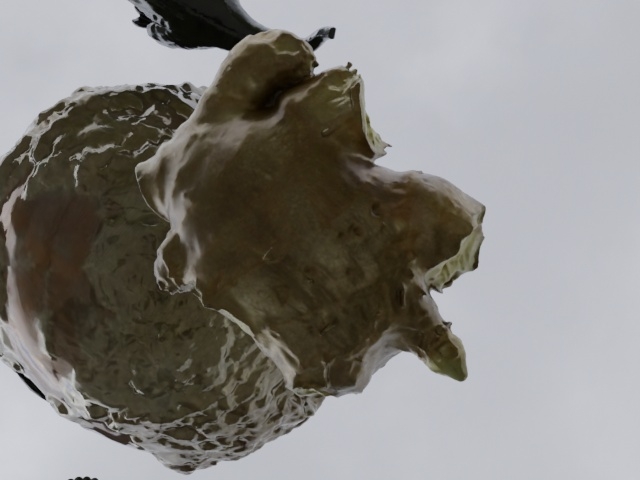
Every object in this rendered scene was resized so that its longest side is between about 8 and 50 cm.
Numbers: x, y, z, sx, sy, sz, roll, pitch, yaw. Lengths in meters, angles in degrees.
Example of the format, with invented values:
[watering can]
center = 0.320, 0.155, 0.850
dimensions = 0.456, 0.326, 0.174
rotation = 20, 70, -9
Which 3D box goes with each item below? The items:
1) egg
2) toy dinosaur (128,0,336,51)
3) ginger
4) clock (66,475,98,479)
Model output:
[egg]
center = -0.113, 0.024, 1.347
dimensions = 0.279, 0.279, 0.310
rotation = -22, -47, 16
[toy dinosaur]
center = -0.101, -0.169, 1.272
dimensions = 0.187, 0.179, 0.087
rotation = 26, -78, -27
[ginger]
center = 0.000, 0.000, 0.979
dimensions = 0.157, 0.102, 0.216
rotation = -45, -102, -3
[clock]
center = -0.194, 0.230, 1.500
dimensions = 0.083, 0.010, 0.074
rotation = 40, -107, -33
